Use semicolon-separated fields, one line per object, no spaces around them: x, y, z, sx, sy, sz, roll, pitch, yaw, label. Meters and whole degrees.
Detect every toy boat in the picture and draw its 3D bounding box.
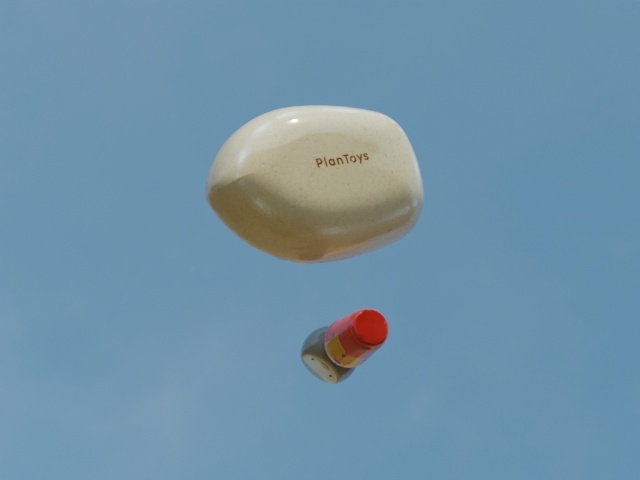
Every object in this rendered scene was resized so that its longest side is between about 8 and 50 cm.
0.000;0.000;1.336;0.267;0.318;0.148;-3;-19;-25;toy boat
